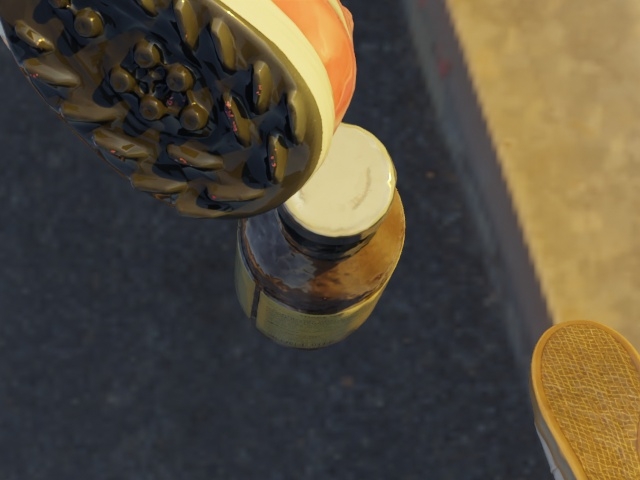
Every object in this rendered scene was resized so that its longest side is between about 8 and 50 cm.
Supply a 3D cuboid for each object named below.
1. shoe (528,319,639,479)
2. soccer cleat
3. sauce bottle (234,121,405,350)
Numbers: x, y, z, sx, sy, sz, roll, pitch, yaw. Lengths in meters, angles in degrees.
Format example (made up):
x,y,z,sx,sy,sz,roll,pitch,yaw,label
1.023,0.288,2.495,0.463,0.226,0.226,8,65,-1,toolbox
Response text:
x,y,z,sx,sy,sz,roll,pitch,yaw,label
0.168,0.135,1.127,0.219,0.076,0.058,-99,7,-49,shoe
-0.110,-0.146,0.681,0.318,0.116,0.108,44,122,-12,soccer cleat
0.000,0.000,1.245,0.344,0.111,0.111,114,149,-79,sauce bottle
